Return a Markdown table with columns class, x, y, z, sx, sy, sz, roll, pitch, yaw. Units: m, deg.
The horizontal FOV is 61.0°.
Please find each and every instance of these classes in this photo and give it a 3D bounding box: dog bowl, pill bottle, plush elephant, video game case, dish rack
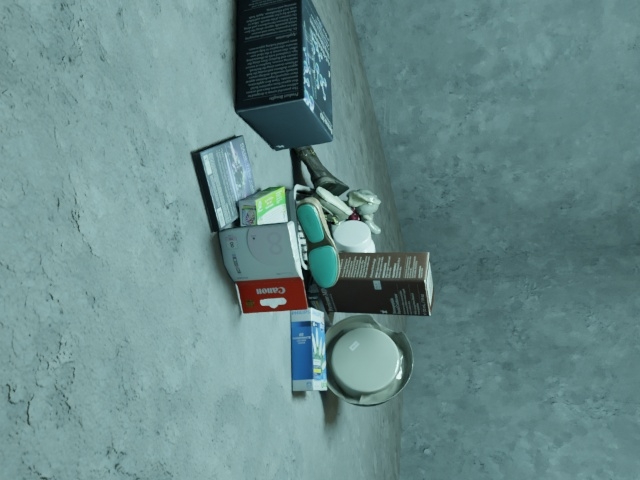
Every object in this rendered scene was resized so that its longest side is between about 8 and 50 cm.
| class | x | y | z | sx | sy | sz | roll | pitch | yaw |
| --- | --- | --- | --- | --- | --- | --- | --- | --- | --- |
| dog bowl | 0.166 | 0.450 | 2.012 | 0.102 | 0.349 | 0.349 | 83 | 10 | -55 |
| pill bottle | 0.127 | 0.072 | 2.036 | 0.283 | 0.160 | 0.160 | 80 | 14 | -45 |
| plush elephant | 0.132 | -0.103 | 2.200 | 0.272 | 0.255 | 0.330 | -53 | 133 | -73 |
| video game case | -0.237 | -0.156 | 1.411 | 0.274 | 0.026 | 0.196 | -56 | 136 | -67 |
| dish rack | -0.054 | -0.043 | 1.898 | 0.333 | 0.072 | 0.285 | -2 | 87 | -74 |

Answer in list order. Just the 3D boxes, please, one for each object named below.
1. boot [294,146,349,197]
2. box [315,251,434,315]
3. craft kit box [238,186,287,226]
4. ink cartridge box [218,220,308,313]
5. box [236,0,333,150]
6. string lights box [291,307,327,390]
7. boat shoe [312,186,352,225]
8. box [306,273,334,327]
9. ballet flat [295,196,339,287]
| class | x | y | z | sx | sy | sz | roll | pitch | yaw |
| --- | --- | --- | --- | --- | --- | --- | --- | --- | --- |
| boot | -0.005 | -0.273 | 2.005 | 0.229 | 0.091 | 0.263 | 60 | 15 | 18 |
| box | 0.189 | 0.148 | 1.877 | 0.191 | 0.381 | 0.143 | 71 | 27 | -42 |
| craft kit box | -0.152 | -0.015 | 1.546 | 0.250 | 0.061 | 0.246 | -44 | 135 | -70 |
| ink cartridge box | -0.141 | 0.075 | 1.355 | 0.066 | 0.189 | 0.232 | -30 | 113 | -72 |
| box | -0.104 | -0.524 | 1.671 | 0.293 | 0.212 | 0.395 | 37 | 50 | -69 |
| string lights box | -0.039 | 0.360 | 1.785 | 0.133 | 0.077 | 0.259 | 36 | 49 | -66 |
| boat shoe | 0.031 | -0.111 | 1.904 | 0.109 | 0.091 | 0.305 | 47 | 8 | 16 |
| box | 0.012 | 0.185 | 2.058 | 0.231 | 0.056 | 0.183 | -76 | 154 | -49 |
| ballet flat | 0.000 | 0.000 | 1.778 | 0.106 | 0.107 | 0.316 | -75 | 155 | -65 |
